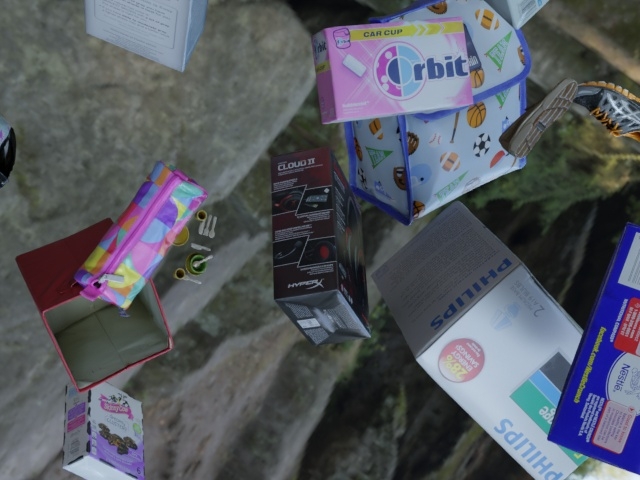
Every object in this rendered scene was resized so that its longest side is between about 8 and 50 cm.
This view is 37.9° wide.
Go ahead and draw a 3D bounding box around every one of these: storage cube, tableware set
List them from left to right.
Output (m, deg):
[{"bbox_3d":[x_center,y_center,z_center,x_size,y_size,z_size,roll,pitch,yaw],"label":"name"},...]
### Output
[{"bbox_3d":[-0.389,0.105,1.608,0.183,0.215,0.193,-26,-143,-18],"label":"storage cube"},{"bbox_3d":[-0.262,0.006,1.880,0.024,0.104,0.154,-3,-110,56],"label":"tableware set"}]

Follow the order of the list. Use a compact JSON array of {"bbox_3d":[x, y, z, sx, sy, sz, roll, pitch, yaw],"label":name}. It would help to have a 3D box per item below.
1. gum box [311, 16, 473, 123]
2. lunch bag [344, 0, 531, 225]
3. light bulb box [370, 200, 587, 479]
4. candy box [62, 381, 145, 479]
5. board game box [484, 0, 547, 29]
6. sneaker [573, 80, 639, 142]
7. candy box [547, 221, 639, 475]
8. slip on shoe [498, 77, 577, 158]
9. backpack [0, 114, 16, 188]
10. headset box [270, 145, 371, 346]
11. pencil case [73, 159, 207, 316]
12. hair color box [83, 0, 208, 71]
[{"bbox_3d":[0.092,-0.206,1.127,0.062,0.188,0.107,-174,-104,-73],"label":"gum box"},{"bbox_3d":[0.223,-0.273,1.785,0.327,0.239,0.385,-26,126,-27],"label":"lunch bag"},{"bbox_3d":[0.309,0.165,1.603,0.225,0.358,0.361,-43,-161,6],"label":"light bulb box"},{"bbox_3d":[-0.435,0.389,1.882,0.070,0.165,0.196,-29,-135,18],"label":"candy box"},{"bbox_3d":[0.242,-0.358,0.813,0.303,0.097,0.224,-42,162,6],"label":"board game box"},{"bbox_3d":[0.583,-0.248,1.832,0.084,0.214,0.083,126,-15,-85],"label":"sneaker"},{"bbox_3d":[0.394,0.120,1.159,0.317,0.122,0.268,-1,110,-71],"label":"candy box"},{"bbox_3d":[0.307,-0.178,1.320,0.135,0.041,0.051,-53,143,7],"label":"slip on shoe"},{"bbox_3d":[-0.418,-0.110,1.039,0.152,0.115,0.182,-12,-147,11],"label":"backpack"},{"bbox_3d":[0.000,0.000,1.563,0.218,0.110,0.293,58,25,-59],"label":"headset box"},{"bbox_3d":[-0.269,-0.005,1.396,0.236,0.104,0.104,-57,-177,-9],"label":"pencil case"},{"bbox_3d":[-0.269,-0.442,1.468,0.374,0.185,0.114,117,-6,-64],"label":"hair color box"}]
